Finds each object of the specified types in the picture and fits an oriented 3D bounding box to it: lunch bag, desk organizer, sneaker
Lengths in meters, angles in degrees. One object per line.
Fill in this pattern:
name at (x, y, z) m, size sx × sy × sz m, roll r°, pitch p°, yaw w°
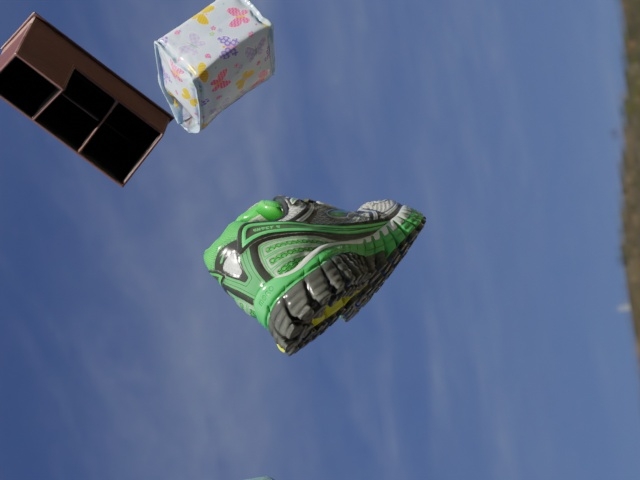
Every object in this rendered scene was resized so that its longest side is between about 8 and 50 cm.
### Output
lunch bag at (-0.070, -0.115, 1.209) m, size 0.053 × 0.071 × 0.083 m, roll 45°, pitch 162°, yaw 23°
desk organizer at (-0.176, -0.101, 1.339) m, size 0.130 × 0.047 × 0.050 m, roll 37°, pitch -142°, yaw -19°
sneaker at (0.000, 0.000, 1.870) m, size 0.146 × 0.134 × 0.343 m, roll 42°, pitch -160°, yaw 10°

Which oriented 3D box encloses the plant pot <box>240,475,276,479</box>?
plant pot at (-0.077, 0.337, 1.448) m, size 0.252 × 0.247 × 0.248 m, roll -45°, pitch -15°, yaw -31°
